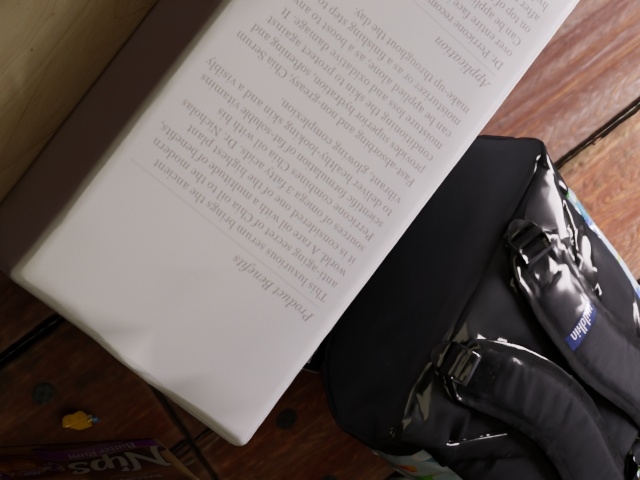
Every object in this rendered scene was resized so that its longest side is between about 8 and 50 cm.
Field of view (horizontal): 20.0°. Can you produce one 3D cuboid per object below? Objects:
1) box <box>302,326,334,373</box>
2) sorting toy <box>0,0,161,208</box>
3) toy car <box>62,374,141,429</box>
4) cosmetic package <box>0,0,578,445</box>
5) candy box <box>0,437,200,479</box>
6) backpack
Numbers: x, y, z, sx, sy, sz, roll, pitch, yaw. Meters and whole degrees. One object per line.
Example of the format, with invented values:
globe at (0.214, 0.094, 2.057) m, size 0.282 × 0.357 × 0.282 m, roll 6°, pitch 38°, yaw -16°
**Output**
box at (0.000, 0.000, 1.569) m, size 0.036 × 0.114 × 0.207 m, roll 20°, pitch 95°, yaw -29°
sorting toy at (-0.197, -0.125, 1.454) m, size 0.255 × 0.089 × 0.257 m, roll 43°, pitch 83°, yaw -28°
toy car at (-0.176, 0.113, 1.570) m, size 0.122 × 0.060 × 0.040 m, roll -33°, pitch 161°, yaw 3°
cosmetic package at (-0.029, -0.100, 1.390) m, size 0.230 × 0.161 × 0.453 m, roll 40°, pitch 84°, yaw -23°
candy box at (-0.207, 0.212, 1.530) m, size 0.187 × 0.109 × 0.053 m, roll -2°, pitch 104°, yaw -25°
backpack at (0.168, 0.111, 1.581) m, size 0.355 × 0.273 × 0.290 m, roll 35°, pitch 76°, yaw -33°
